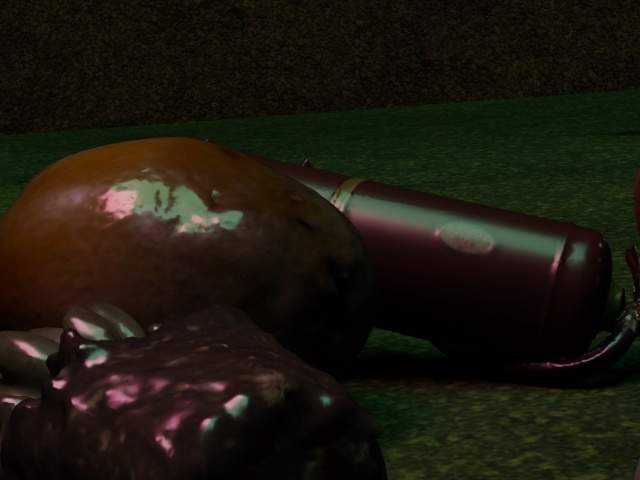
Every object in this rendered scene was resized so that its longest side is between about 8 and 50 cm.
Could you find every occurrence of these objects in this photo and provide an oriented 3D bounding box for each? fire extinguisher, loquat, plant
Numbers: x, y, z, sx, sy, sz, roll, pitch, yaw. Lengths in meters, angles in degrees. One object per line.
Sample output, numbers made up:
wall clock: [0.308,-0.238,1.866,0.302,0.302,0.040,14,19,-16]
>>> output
fire extinguisher: [0.073,0.011,0.990,0.341,0.105,0.141,13,44,12]
loquat: [-0.079,0.029,0.876,0.227,0.179,0.179,9,11,2]
plant: [-0.065,0.097,0.640,0.132,0.129,0.194,-10,15,-37]

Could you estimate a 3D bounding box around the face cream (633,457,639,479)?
face cream: [0.169,0.105,0.570,0.101,0.101,0.252,-4,10,3]

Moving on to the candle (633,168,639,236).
candle: [0.373,-0.047,0.985,0.317,0.287,0.131,-47,-4,24]
